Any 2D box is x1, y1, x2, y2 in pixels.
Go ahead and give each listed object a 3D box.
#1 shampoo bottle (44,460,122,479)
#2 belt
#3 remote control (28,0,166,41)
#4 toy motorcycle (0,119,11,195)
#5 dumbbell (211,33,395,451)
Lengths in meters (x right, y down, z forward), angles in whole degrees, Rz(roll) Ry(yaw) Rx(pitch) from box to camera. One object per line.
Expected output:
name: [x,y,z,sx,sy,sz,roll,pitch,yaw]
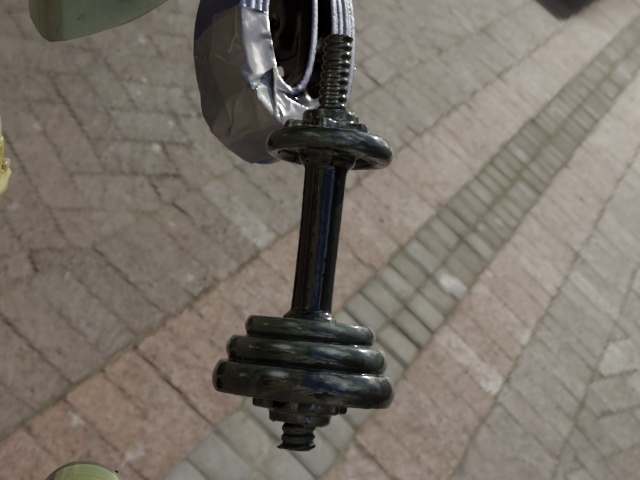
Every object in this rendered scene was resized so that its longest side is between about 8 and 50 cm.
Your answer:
shampoo bottle: [-0.250,0.287,1.148,0.101,0.101,0.284,36,-7,-9]
belt: [-0.060,-0.280,1.529,0.212,0.117,0.346,25,57,-36]
remote control: [-0.101,-0.189,0.539,0.098,0.233,0.038,-29,72,-23]
toy motorcycle: [-0.411,-0.067,1.077,0.169,0.237,0.410,19,40,-4]
dumbbell: [0.000,0.000,0.667,0.110,0.110,0.254,12,82,-40]
